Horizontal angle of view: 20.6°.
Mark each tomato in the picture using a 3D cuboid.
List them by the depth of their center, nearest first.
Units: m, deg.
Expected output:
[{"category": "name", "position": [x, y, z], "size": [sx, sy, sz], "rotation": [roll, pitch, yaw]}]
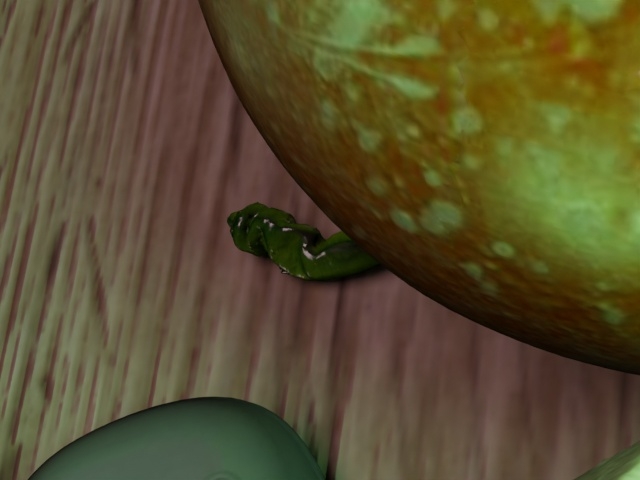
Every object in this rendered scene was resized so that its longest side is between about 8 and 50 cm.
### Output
[{"category": "tomato", "position": [0.098, -0.083, 0.436], "size": [0.270, 0.270, 0.223], "rotation": [36, 132, 38]}]

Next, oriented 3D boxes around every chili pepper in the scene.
[{"category": "chili pepper", "position": [0.000, 0.000, 0.601], "size": [0.083, 0.022, 0.027], "rotation": [1, 104, 33]}]

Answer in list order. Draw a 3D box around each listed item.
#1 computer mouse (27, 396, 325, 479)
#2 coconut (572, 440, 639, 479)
[{"category": "computer mouse", "position": [-0.038, 0.156, 0.528], "size": [0.120, 0.057, 0.232], "rotation": [-22, 54, 11]}, {"category": "coconut", "position": [0.103, 0.143, 0.336], "size": [0.247, 0.245, 0.245], "rotation": [34, 90, 30]}]
